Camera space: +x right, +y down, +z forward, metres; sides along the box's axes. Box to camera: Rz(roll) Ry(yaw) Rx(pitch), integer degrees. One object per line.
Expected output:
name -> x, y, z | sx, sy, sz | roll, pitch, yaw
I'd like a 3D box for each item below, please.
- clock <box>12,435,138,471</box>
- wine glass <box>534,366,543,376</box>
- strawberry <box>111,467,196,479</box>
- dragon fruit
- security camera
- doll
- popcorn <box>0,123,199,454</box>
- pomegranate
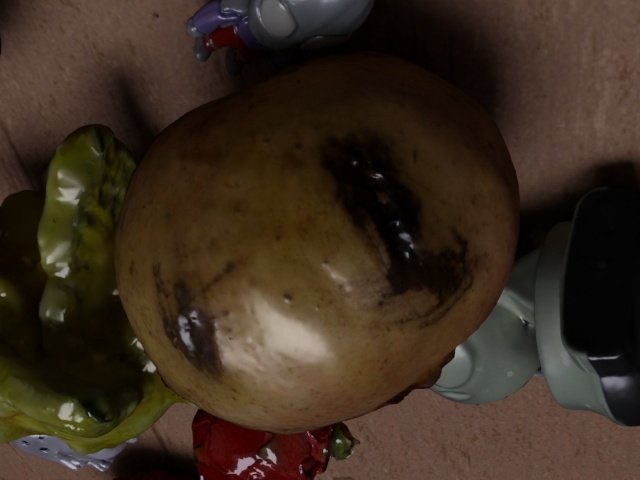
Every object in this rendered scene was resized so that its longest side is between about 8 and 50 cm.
clock -> -0.351, 0.258, 1.453 | 0.176, 0.080, 0.117 | 26, 142, -19
wine glass -> 0.184, 0.121, 1.129 | 0.155, 0.072, 0.072 | -10, 138, 28
strawberry -> -0.248, 0.455, 1.597 | 0.261, 0.257, 0.261 | -1, 116, -2
dragon fruit -> -0.070, 0.242, 1.278 | 0.209, 0.172, 0.172 | -21, 134, 17
security camera -> 0.187, 0.072, 0.974 | 0.277, 0.197, 0.191 | -3, 150, 30
doll -> -0.019, -0.181, 0.789 | 0.102, 0.075, 0.227 | 18, 158, -36
popcorn -> -0.228, 0.073, 0.978 | 0.290, 0.326, 0.321 | -24, 124, 17
pomegranate -> 0.000, 0.000, 0.811 | 0.322, 0.322, 0.322 | 8, 143, 6
